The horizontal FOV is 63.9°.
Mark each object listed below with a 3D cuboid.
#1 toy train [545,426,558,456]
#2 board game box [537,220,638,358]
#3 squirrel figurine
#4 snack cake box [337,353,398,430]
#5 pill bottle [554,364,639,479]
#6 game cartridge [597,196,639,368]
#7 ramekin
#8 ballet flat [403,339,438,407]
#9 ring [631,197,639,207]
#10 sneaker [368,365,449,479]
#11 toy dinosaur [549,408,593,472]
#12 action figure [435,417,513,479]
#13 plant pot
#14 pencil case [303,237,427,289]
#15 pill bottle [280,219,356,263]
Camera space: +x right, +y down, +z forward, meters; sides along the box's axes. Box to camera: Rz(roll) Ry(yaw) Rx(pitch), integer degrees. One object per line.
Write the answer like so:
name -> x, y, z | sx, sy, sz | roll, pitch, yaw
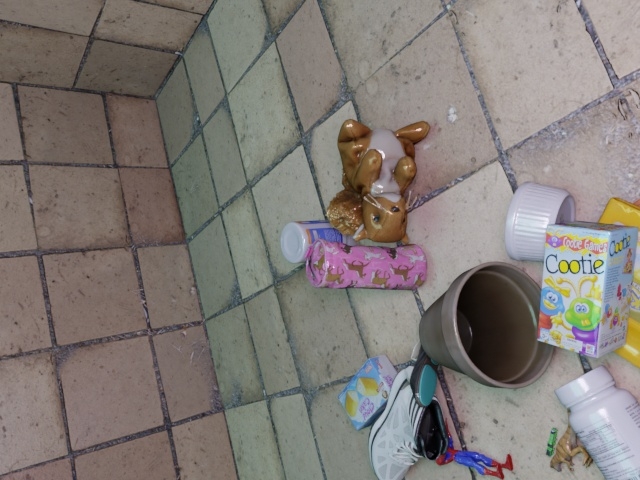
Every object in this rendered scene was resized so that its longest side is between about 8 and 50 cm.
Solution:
toy train -> 0.628, 0.548, 1.394 | 0.017, 0.024, 0.083 | 17, 107, 49
board game box -> 0.604, 0.102, 1.166 | 0.142, 0.144, 0.275 | 13, 105, 52
squirrel figurine -> 0.180, -0.146, 1.661 | 0.397, 0.281, 0.370 | 130, 137, -61
snack cake box -> 0.186, 0.559, 1.883 | 0.152, 0.089, 0.264 | 56, 133, 32
pill bottle -> 0.692, 0.449, 1.199 | 0.160, 0.160, 0.283 | -51, 56, 40
game cartridge -> 0.721, 0.105, 1.167 | 0.285, 0.053, 0.323 | 40, 123, 42
ramekin -> 0.557, -0.041, 1.288 | 0.109, 0.207, 0.207 | 14, 104, 40
ballet flat -> 0.323, 0.392, 1.599 | 0.096, 0.280, 0.095 | -14, 125, 43
ring -> 0.807, 0.040, 1.121 | 0.336, 0.032, 0.336 | 8, 101, 51
sneaker -> 0.274, 0.658, 1.647 | 0.257, 0.169, 0.447 | -106, 27, -71
toy dinosaur -> 0.649, 0.531, 1.337 | 0.112, 0.064, 0.211 | 28, 115, 47
action figure -> 0.437, 0.637, 1.586 | 0.280, 0.091, 0.139 | -17, 87, 49
plant pot -> 0.426, 0.248, 1.425 | 0.280, 0.323, 0.323 | 140, 117, -63
pencil case -> 0.146, 0.079, 1.645 | 0.167, 0.386, 0.160 | 171, 101, -65
pill bottle -> 0.000, 0.000, 1.907 | 0.152, 0.272, 0.152 | 6, 97, 50
